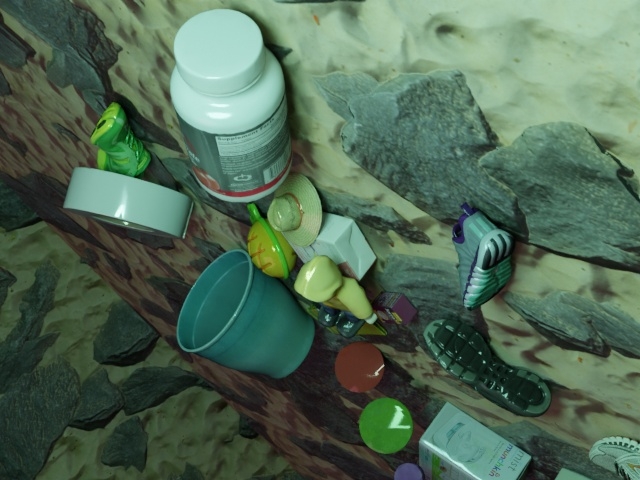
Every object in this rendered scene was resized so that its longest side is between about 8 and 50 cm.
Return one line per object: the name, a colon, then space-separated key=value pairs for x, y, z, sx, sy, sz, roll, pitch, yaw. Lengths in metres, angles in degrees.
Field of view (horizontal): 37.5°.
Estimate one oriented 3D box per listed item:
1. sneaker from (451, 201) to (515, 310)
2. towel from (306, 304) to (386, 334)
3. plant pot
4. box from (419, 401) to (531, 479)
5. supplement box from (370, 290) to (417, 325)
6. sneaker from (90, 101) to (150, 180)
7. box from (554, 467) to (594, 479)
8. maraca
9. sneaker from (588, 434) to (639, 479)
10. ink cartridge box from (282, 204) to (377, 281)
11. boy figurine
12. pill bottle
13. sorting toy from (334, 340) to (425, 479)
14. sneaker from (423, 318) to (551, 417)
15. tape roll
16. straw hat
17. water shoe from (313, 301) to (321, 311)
sneaker: x=0.246 y=0.024 z=1.484 sx=0.098 sy=0.083 sz=0.224 roll=54 pitch=161 yaw=25
towel: x=0.059 y=0.182 z=2.165 sx=0.102 sy=0.021 sz=0.237 roll=41 pitch=159 yaw=-19
plant pot: x=-0.161 y=0.200 z=2.264 sx=0.255 sy=0.272 sz=0.271 roll=35 pitch=164 yaw=-29
box: x=0.356 y=0.533 z=2.215 sx=0.231 sy=0.127 sz=0.262 roll=30 pitch=157 yaw=22
supplement box: x=0.145 y=0.136 z=1.890 sx=0.055 sy=0.043 sz=0.083 roll=50 pitch=157 yaw=-20
sneaker: x=-0.439 y=-0.215 z=2.118 sx=0.123 sy=0.109 sz=0.295 roll=24 pitch=161 yaw=1
box: x=0.494 y=0.649 z=1.956 sx=0.121 sy=0.311 sz=0.148 roll=16 pitch=148 yaw=46
maraca: x=-0.110 y=0.001 z=1.986 sx=0.186 sy=0.099 sz=0.127 roll=57 pitch=161 yaw=33
sneaker: x=0.570 y=0.416 z=1.668 sx=0.225 sy=0.093 sz=0.088 roll=14 pitch=147 yaw=50
ink cartridge box: x=0.000 y=0.000 z=1.827 sx=0.198 sy=0.067 sz=0.115 roll=17 pitch=150 yaw=45
boy figurine: x=0.026 y=0.107 z=1.792 sx=0.177 sy=0.092 sz=0.285 roll=28 pitch=170 yaw=18
pill bottle: x=-0.140 y=-0.210 z=1.492 sx=0.176 sy=0.176 sz=0.318 roll=33 pitch=158 yaw=18
sorting toy: x=0.157 y=0.412 z=2.224 sx=0.365 sy=0.127 sz=0.126 roll=66 pitch=-168 yaw=16
sneaker: x=0.303 y=0.252 z=1.781 sx=0.267 sy=0.101 sz=0.106 roll=37 pitch=161 yaw=9
tape roll: x=-0.446 y=-0.085 z=2.195 sx=0.286 sy=0.100 sz=0.286 roll=13 pitch=174 yaw=2
straw hat: x=-0.064 y=-0.051 z=1.745 sx=0.144 sy=0.061 sz=0.144 roll=19 pitch=116 yaw=44
water shoe: x=0.020 y=0.117 z=2.021 sx=0.080 sy=0.073 sz=0.203 roll=46 pitch=158 yaw=-8
